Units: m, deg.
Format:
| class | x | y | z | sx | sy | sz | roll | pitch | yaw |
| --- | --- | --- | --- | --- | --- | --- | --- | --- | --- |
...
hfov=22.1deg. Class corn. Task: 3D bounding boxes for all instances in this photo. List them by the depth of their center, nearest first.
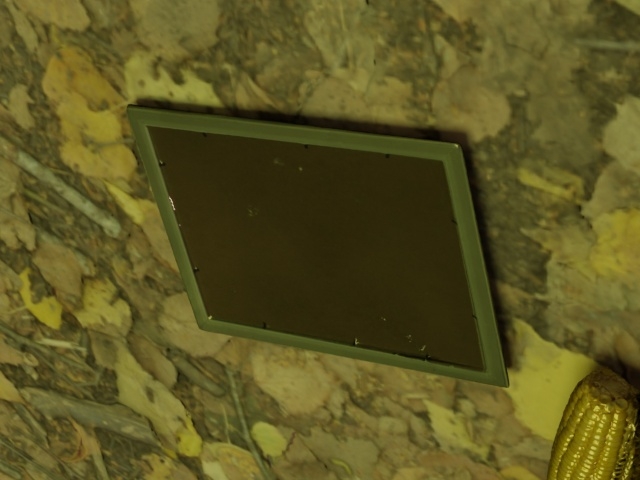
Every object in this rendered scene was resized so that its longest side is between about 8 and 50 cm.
| class | x | y | z | sx | sy | sz | roll | pitch | yaw |
| --- | --- | --- | --- | --- | --- | --- | --- | --- | --- |
| corn | 0.208 | 0.178 | 1.251 | 0.072 | 0.072 | 0.203 | 21 | 136 | 18 |

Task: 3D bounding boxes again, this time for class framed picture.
| class | x | y | z | sx | sy | sz | roll | pitch | yaw |
| --- | --- | --- | --- | --- | --- | --- | --- | --- | --- |
| framed picture | 0.000 | 0.000 | 1.271 | 0.296 | 0.019 | 0.232 | 9 | 131 | 30 |
